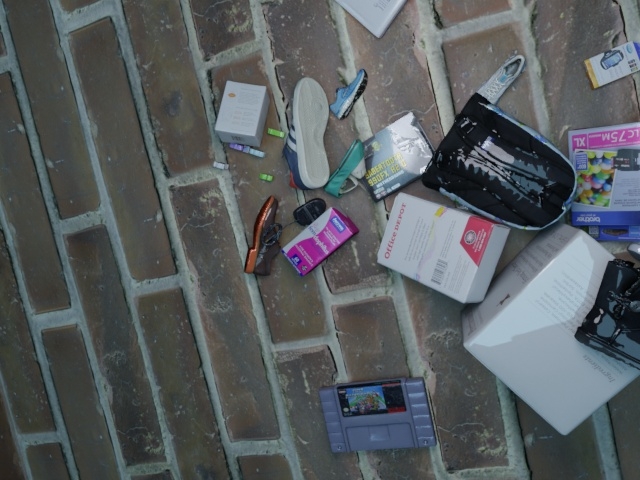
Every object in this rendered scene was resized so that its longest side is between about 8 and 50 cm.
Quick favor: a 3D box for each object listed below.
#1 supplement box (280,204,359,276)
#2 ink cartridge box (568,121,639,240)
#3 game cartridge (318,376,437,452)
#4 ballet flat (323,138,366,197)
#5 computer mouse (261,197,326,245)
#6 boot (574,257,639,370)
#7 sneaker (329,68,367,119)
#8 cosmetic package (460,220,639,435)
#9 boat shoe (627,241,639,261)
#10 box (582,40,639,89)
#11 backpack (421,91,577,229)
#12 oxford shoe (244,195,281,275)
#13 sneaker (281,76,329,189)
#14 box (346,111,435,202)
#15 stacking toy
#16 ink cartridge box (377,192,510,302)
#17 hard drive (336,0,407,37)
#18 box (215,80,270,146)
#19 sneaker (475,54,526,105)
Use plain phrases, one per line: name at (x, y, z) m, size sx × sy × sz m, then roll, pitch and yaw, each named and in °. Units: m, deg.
supplement box at (0.000, 0.000, 1.516) m, size 0.220 × 0.114 × 0.111 m, roll -41°, pitch 85°, yaw 15°
ink cartridge box at (0.763, -0.146, 1.258) m, size 0.185 × 0.065 × 0.311 m, roll 3°, pitch 106°, yaw 48°
game cartridge at (0.183, 0.573, 1.571) m, size 0.355 × 0.068 × 0.230 m, roll -11°, pitch 98°, yaw 17°
ballet flat at (0.089, -0.208, 1.434) m, size 0.087 × 0.083 × 0.247 m, roll 35°, pitch 146°, yaw -3°
computer mouse at (-0.088, -0.060, 1.541) m, size 0.242 × 0.041 × 0.071 m, roll -31°, pitch 108°, yaw -1°
boot at (0.698, 0.167, 1.006) m, size 0.246 × 0.094 × 0.207 m, roll 24°, pitch 107°, yaw 16°
sneaker at (0.082, -0.455, 1.457) m, size 0.073 × 0.063 × 0.162 m, roll 38°, pitch 105°, yaw 11°
cosmetic package at (0.626, 0.204, 1.253) m, size 0.327 × 0.329 × 0.394 m, roll 42°, pitch 105°, yaw 6°
boat shoe at (0.917, 0.046, 1.266) m, size 0.226 × 0.083 × 0.076 m, roll 27°, pitch 98°, yaw -17°
box at (0.786, -0.470, 1.275) m, size 0.136 × 0.028 × 0.081 m, roll -20°, pitch 91°, yaw 15°
backpack at (0.510, -0.181, 1.294) m, size 0.355 × 0.273 × 0.290 m, roll 35°, pitch 104°, yaw 30°
oxford shoe at (-0.176, -0.014, 1.589) m, size 0.098 × 0.097 × 0.271 m, roll 14°, pitch 100°, yaw -15°
sneaker at (-0.061, -0.326, 1.491) m, size 0.148 × 0.131 × 0.350 m, roll -10°, pitch 77°, yaw 53°
box at (0.224, -0.249, 1.447) m, size 0.231 × 0.056 × 0.183 m, roll -29°, pitch 89°, yaw 17°
stacking toy at (-0.240, -0.301, 1.573) m, size 0.221 × 0.052 × 0.167 m, roll 17°, pitch 102°, yaw 12°
ink cartridge box at (0.339, 0.014, 1.349) m, size 0.306 × 0.131 × 0.226 m, roll 28°, pitch 106°, yaw 42°
hard drive at (0.188, -0.778, 1.349) m, size 0.210 × 0.040 × 0.319 m, roll 44°, pitch 123°, yaw 6°
box at (-0.242, -0.397, 1.503) m, size 0.130 × 0.091 × 0.171 m, roll 10°, pitch 78°, yaw 5°
sneaker at (0.496, -0.441, 1.332) m, size 0.071 × 0.083 × 0.191 m, roll 39°, pitch 107°, yaw 6°
